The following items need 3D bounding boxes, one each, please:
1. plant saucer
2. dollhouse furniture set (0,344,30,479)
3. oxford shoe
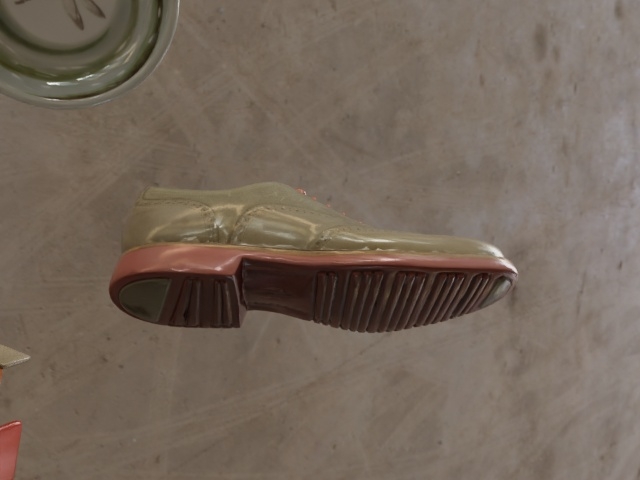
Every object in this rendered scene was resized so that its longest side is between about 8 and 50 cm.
[{"bbox_3d":[-0.443,-0.425,1.249,0.400,0.100,0.400,-6,119,-10],"label":"plant saucer"},{"bbox_3d":[-0.403,0.253,0.744,0.259,0.135,0.262,-11,114,-68],"label":"dollhouse furniture set"},{"bbox_3d":[0.000,0.000,0.647,0.123,0.348,0.130,107,-17,-54],"label":"oxford shoe"}]
